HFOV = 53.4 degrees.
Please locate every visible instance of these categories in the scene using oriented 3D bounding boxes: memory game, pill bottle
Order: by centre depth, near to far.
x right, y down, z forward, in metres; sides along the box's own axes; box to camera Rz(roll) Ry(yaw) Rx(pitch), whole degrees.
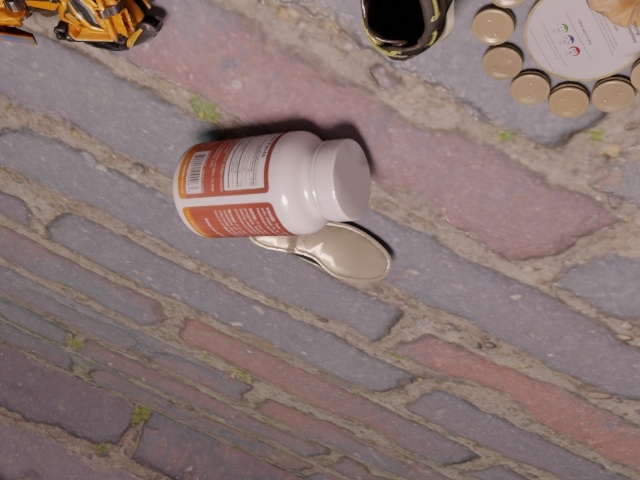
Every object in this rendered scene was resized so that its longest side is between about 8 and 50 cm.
[{"bbox_3d":[0.222,-0.178,0.537,0.186,0.012,0.186,15,145,11],"label":"memory game"},{"bbox_3d":[-0.057,-0.065,0.752,0.216,0.121,0.121,-1,141,30],"label":"pill bottle"}]

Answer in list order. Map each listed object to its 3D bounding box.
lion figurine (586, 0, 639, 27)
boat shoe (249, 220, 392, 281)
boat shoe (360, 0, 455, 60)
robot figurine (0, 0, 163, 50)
[{"bbox_3d":[0.069,-0.275,0.287,0.392,0.142,0.240,34,148,11],"label":"lion figurine"},{"bbox_3d":[0.000,0.000,0.888,0.206,0.075,0.065,18,-170,-4],"label":"boat shoe"},{"bbox_3d":[0.061,-0.182,0.483,0.081,0.068,0.228,44,177,1],"label":"boat shoe"},{"bbox_3d":[-0.298,-0.272,0.626,0.291,0.085,0.211,12,146,14],"label":"robot figurine"}]
